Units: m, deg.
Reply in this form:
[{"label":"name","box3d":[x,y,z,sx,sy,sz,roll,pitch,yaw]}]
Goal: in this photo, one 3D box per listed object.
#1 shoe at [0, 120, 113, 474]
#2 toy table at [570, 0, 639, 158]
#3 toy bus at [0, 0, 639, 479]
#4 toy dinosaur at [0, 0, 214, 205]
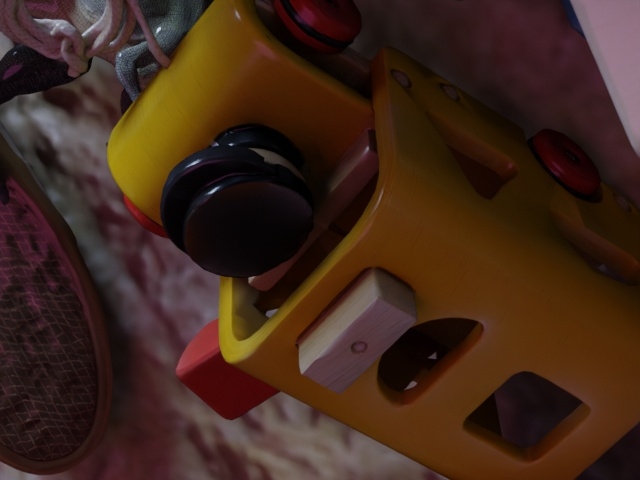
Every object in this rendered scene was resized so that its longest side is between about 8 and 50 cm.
[{"label":"shoe","box3d":[-0.143,-0.010,0.629,0.076,0.058,0.219,-24,97,-3]},{"label":"toy table","box3d":[0.167,0.000,0.357,0.161,0.252,0.274,-22,75,14]},{"label":"toy bus","box3d":[0.013,0.002,0.482,0.202,0.104,0.191,-9,127,4]},{"label":"toy dinosaur","box3d":[-0.112,-0.092,0.569,0.118,0.064,0.268,-43,87,-2]}]
